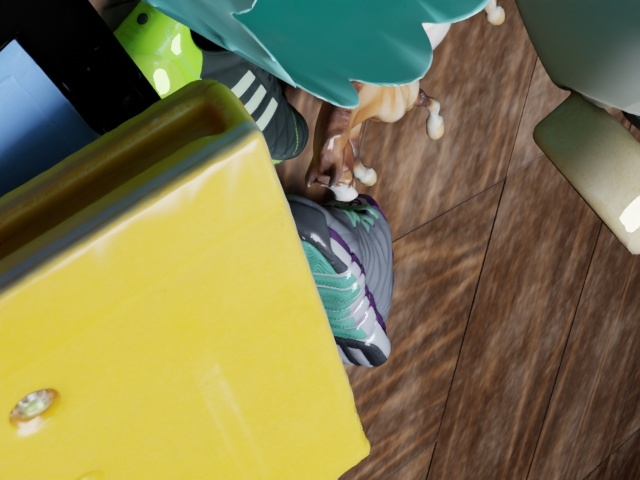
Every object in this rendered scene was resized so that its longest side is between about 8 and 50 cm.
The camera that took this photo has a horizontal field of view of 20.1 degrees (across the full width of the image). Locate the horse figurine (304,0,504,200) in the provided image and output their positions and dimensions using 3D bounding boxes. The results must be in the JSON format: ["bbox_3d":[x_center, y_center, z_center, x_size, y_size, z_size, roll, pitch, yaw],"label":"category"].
[{"bbox_3d":[0.063,-0.135,1.103,0.263,0.066,0.174,-61,160,-4],"label":"horse figurine"}]

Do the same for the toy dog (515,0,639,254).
[{"bbox_3d":[0.115,-0.148,0.871,0.220,0.333,0.161,-57,162,-4],"label":"toy dog"}]

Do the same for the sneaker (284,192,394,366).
[{"bbox_3d":[0.000,0.000,1.120,0.224,0.083,0.098,65,35,-65],"label":"sneaker"}]

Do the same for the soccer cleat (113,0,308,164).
[{"bbox_3d":[-0.046,-0.085,0.940,0.072,0.060,0.179,-56,153,9],"label":"soccer cleat"}]

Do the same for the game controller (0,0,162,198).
[{"bbox_3d":[-0.142,-0.020,0.801,0.166,0.067,0.319,-53,153,-10],"label":"game controller"}]

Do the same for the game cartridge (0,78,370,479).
[{"bbox_3d":[-0.123,0.101,0.867,0.285,0.053,0.324,-33,148,-10],"label":"game cartridge"}]

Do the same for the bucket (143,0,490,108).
[{"bbox_3d":[-0.020,-0.212,0.732,0.281,0.183,0.281,-45,149,-36],"label":"bucket"}]
